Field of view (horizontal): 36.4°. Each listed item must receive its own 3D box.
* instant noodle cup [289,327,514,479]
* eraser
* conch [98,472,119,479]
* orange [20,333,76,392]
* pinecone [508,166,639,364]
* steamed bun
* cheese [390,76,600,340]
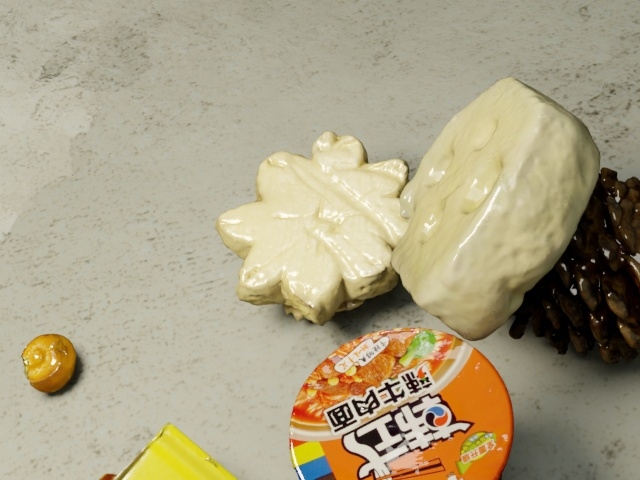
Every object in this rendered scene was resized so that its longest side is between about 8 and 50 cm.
[{"bbox_3d":[0.103,0.253,1.135,0.250,0.192,0.250,-7,53,9],"label":"instant noodle cup"},{"bbox_3d":[-0.153,0.343,1.154,0.226,0.069,0.158,39,69,3],"label":"eraser"},{"bbox_3d":[-0.225,0.356,1.223,0.330,0.093,0.109,2,34,-8],"label":"conch"},{"bbox_3d":[-0.387,0.176,1.406,0.086,0.062,0.086,-11,63,22],"label":"orange"},{"bbox_3d":[0.337,0.029,1.220,0.257,0.243,0.243,5,56,24],"label":"pinecone"},{"bbox_3d":[0.000,0.000,1.391,0.292,0.137,0.295,-7,61,5],"label":"steamed bun"},{"bbox_3d":[0.193,-0.037,1.166,0.115,0.318,0.326,31,61,-14],"label":"cheese"}]
